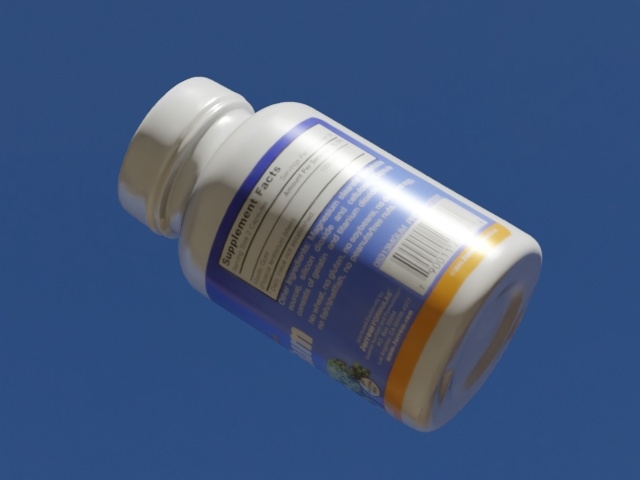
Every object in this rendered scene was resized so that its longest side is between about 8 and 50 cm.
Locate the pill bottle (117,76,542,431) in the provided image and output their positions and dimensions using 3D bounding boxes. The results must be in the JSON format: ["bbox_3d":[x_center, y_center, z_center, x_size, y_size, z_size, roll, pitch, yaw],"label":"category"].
[{"bbox_3d":[0.000,0.000,1.194,0.272,0.152,0.152,31,-64,19],"label":"pill bottle"}]
